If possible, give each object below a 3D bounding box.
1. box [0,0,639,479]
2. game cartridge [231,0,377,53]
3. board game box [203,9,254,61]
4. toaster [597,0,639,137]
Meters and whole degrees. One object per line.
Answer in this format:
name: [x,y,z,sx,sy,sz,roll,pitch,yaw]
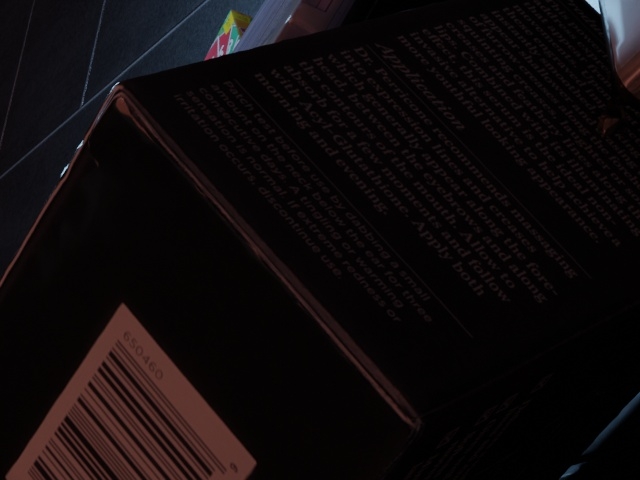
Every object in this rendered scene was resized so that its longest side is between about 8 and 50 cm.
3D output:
box: [0.021,0.053,1.061,0.212,0.395,0.293,48,126,17]
game cartridge: [-0.013,-0.180,1.647,0.230,0.068,0.355,-37,19,47]
board game box: [-0.082,-0.107,1.911,0.124,0.039,0.259,-60,28,25]
toaster: [0.233,-0.122,1.050,0.110,0.168,0.185,-48,31,40]
